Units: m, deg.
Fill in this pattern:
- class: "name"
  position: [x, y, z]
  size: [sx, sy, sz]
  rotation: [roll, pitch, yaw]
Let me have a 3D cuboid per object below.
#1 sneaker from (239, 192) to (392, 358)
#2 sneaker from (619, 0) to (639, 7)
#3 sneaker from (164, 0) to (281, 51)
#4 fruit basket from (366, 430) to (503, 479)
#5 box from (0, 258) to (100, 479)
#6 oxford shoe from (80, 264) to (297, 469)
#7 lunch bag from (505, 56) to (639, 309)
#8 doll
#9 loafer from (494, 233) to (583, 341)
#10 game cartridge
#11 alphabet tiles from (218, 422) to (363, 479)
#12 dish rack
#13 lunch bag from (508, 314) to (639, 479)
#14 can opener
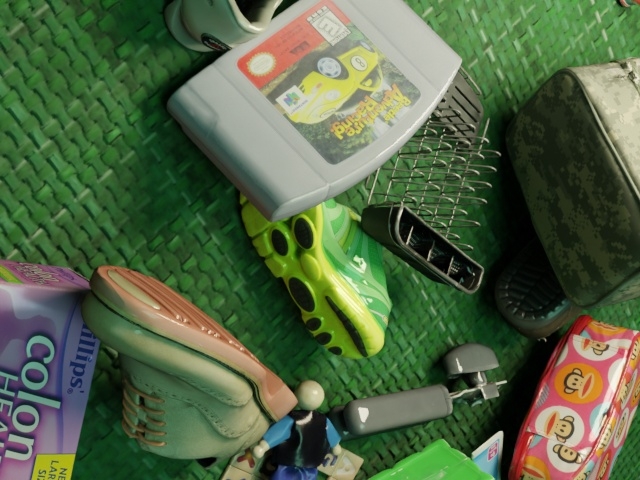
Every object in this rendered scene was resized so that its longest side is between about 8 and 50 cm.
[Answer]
- class: "sneaker"
  position: [0.000, 0.000, 1.129]
  size: [0.123, 0.110, 0.295]
  rotation: [-54, 127, -50]
- class: "sneaker"
  position: [0.491, -0.409, 1.382]
  size: [0.057, 0.075, 0.161]
  rotation: [28, 85, -38]
- class: "sneaker"
  position: [-0.042, -0.345, 0.967]
  size: [0.122, 0.146, 0.330]
  rotation: [16, 91, -37]
- class: "fruit basket"
  position: [0.140, 0.467, 1.302]
  size: [0.327, 0.165, 0.352]
  rotation: [-21, 117, -31]
- class: "box"
  position: [-0.345, 0.125, 0.881]
  size: [0.243, 0.117, 0.213]
  rotation: [10, 96, -38]
- class: "oxford shoe"
  position: [-0.138, 0.150, 0.957]
  size: [0.146, 0.140, 0.397]
  rotation: [-49, 150, -8]
- class: "lunch bag"
  position: [0.423, -0.088, 1.259]
  size: [0.256, 0.212, 0.305]
  rotation: [-10, 67, -26]
- class: "doll"
  position: [-0.032, 0.264, 1.182]
  size: [0.129, 0.046, 0.188]
  rotation: [12, 94, -34]
- class: "loafer"
  position: [0.389, 0.007, 1.404]
  size: [0.366, 0.134, 0.130]
  rotation: [-38, 151, -14]
- class: "game cartridge"
  position: [0.008, -0.161, 1.039]
  size: [0.294, 0.060, 0.196]
  rotation: [-41, 86, -21]
- class: "alphabet tiles"
  position: [-0.065, 0.349, 1.215]
  size: [0.198, 0.009, 0.237]
  rotation: [35, 80, -37]
- class: "dish rack"
  position: [0.149, -0.092, 1.175]
  size: [0.208, 0.074, 0.271]
  rotation: [34, 68, -49]
- class: "lunch bag"
  position: [0.387, 0.282, 1.418]
  size: [0.293, 0.120, 0.258]
  rotation: [-57, 147, -24]
- class: "can opener"
  position: [0.133, 0.199, 1.298]
  size: [0.284, 0.076, 0.095]
  rotation: [-4, 72, -35]
